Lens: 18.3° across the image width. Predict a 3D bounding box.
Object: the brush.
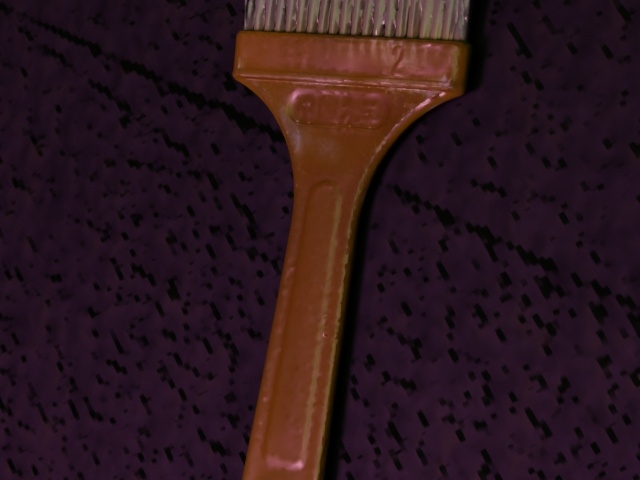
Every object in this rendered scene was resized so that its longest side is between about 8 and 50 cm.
[{"bbox_3d":[0.000,0.000,0.584,0.083,0.011,0.205,7,87,34],"label":"brush"}]
